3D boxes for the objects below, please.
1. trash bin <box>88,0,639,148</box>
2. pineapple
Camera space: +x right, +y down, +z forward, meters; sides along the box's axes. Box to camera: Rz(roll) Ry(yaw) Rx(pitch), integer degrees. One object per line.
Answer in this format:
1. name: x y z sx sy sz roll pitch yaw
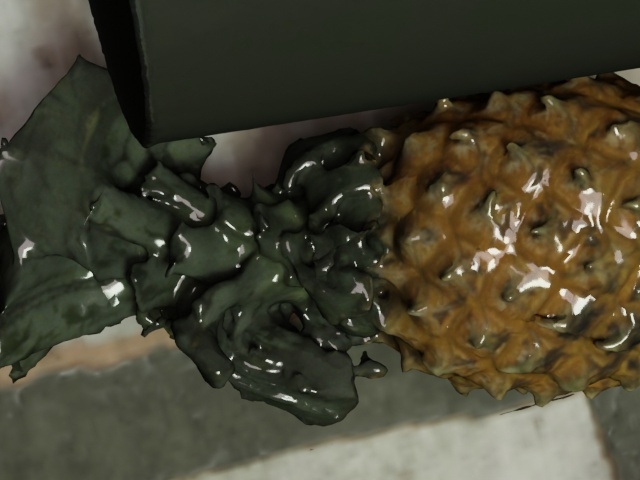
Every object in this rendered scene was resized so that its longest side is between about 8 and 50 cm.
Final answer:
1. trash bin: 0.090 -0.142 0.566 0.334 0.214 0.214 -15 100 -8
2. pineapple: 0.000 0.000 0.640 0.237 0.119 0.111 -4 143 -3
